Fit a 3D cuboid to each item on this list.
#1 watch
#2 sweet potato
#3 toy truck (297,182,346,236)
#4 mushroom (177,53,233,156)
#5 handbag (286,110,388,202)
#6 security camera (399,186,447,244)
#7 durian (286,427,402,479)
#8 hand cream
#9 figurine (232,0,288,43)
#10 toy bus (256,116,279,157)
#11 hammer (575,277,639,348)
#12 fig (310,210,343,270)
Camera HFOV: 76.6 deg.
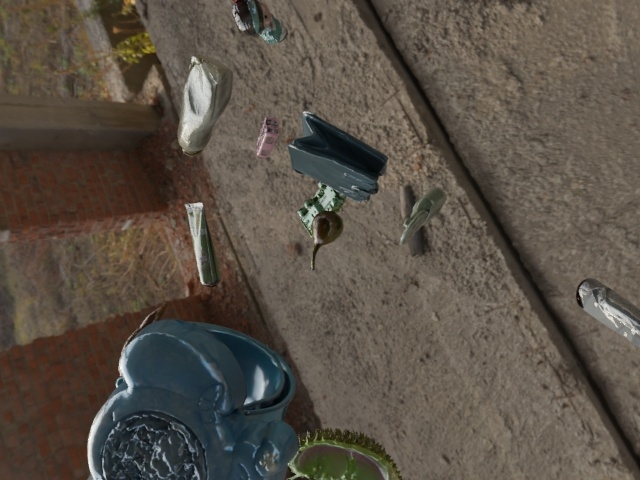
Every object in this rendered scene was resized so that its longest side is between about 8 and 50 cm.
[{"bbox_3d":[-0.110,0.169,0.404,0.210,0.193,0.211,1,97,7],"label":"watch"},{"bbox_3d":[-0.477,0.260,1.081,0.051,0.065,0.219,25,80,27],"label":"sweet potato"},{"bbox_3d":[0.023,-0.143,1.671,0.128,0.135,0.260,56,138,20],"label":"toy truck"},{"bbox_3d":[-0.274,-0.292,0.926,0.351,0.097,0.110,-37,35,57],"label":"mushroom"},{"bbox_3d":[0.032,-0.134,0.736,0.179,0.229,0.062,28,88,0],"label":"handbag"},{"bbox_3d":[0.369,-0.094,1.525,0.080,0.301,0.157,40,140,15],"label":"security camera"},{"bbox_3d":[0.060,0.642,1.187,0.355,0.157,0.170,-1,68,15],"label":"durian"},{"bbox_3d":[-0.314,0.016,1.082,0.086,0.055,0.236,0,105,41],"label":"hand cream"},{"bbox_3d":[-0.088,-0.321,0.587,0.047,0.106,0.060,-15,93,25],"label":"figurine"},{"bbox_3d":[-0.223,-0.428,1.696,0.203,0.063,0.090,132,137,-60],"label":"toy bus"},{"bbox_3d":[0.359,0.143,0.295,0.427,0.044,0.152,-115,6,-59],"label":"hammer"},{"bbox_3d":[0.000,0.000,1.529,0.124,0.124,0.237,24,90,38],"label":"fig"}]
